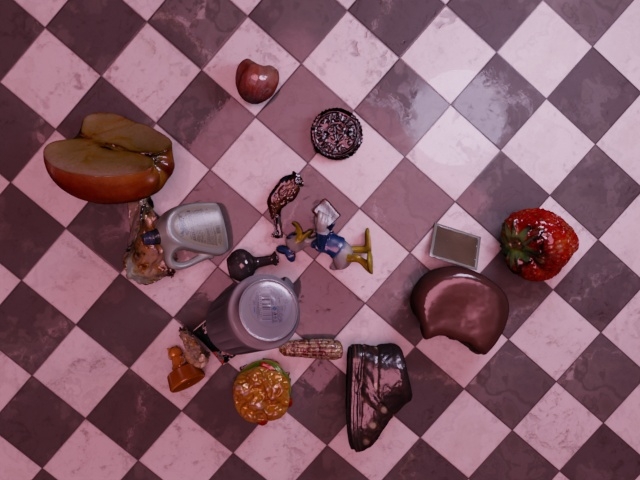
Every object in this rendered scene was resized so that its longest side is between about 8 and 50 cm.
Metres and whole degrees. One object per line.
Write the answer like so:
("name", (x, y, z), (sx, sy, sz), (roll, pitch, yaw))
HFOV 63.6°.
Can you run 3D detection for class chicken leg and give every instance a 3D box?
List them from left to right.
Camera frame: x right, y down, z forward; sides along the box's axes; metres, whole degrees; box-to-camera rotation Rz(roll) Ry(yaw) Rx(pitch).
("chicken leg", (-0.141, -0.131, 1.856), (0.106, 0.051, 0.253), (19, 96, -8))

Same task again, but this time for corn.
("corn", (-0.035, 0.398, 1.885), (0.237, 0.079, 0.079), (-1, 94, 0))

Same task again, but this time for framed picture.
("framed picture", (0.490, 0.022, 1.875), (0.183, 0.011, 0.141), (17, 64, -3))

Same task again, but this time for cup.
("cup", (-0.199, 0.228, 1.727), (0.323, 0.327, 0.236), (-42, 95, -31))

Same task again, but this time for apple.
("apple", (-0.678, -0.272, 1.694), (0.365, 0.295, 0.328), (15, 84, 4))

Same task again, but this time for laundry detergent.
("laundry detergent", (-0.466, -0.013, 1.759), (0.281, 0.105, 0.214), (-18, 101, -37))

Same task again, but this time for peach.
("peach", (-0.226, -0.545, 1.790), (0.152, 0.152, 0.151), (0, 94, -2))

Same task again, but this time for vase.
("vase", (-0.238, 0.081, 1.842), (0.183, 0.120, 0.120), (-9, 94, -16))

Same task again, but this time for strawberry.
("strawberry", (0.779, 0.007, 1.819), (0.289, 0.250, 0.238), (-6, 59, -23))

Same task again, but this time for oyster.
("oyster", (-0.613, -0.013, 1.783), (0.133, 0.198, 0.336), (-10, 88, 32))
("oyster", (-0.447, 0.379, 1.808), (0.081, 0.191, 0.163), (-39, 106, -24))

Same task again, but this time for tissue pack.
("tissue pack", (-0.365, 0.351, 1.860), (0.103, 0.090, 0.170), (-41, 94, 4))

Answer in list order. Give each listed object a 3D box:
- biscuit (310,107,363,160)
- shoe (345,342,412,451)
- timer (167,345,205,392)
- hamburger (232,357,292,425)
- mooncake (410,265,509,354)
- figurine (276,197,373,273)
("biscuit", (0.059, -0.380, 1.841), (0.195, 0.053, 0.194), (0, 93, -2))
("shoe", (0.209, 0.561, 1.854), (0.237, 0.171, 0.383), (1, 86, 2))
("timer", (-0.506, 0.450, 1.863), (0.132, 0.132, 0.152), (-31, 71, 0))
("hamburger", (-0.207, 0.551, 1.852), (0.237, 0.149, 0.236), (0, 93, -3))
("mooncake", (0.498, 0.249, 1.841), (0.326, 0.174, 0.333), (-16, 97, 1))
("figurine", (0.000, 0.000, 1.804), (0.339, 0.204, 0.283), (-10, 120, 11))
